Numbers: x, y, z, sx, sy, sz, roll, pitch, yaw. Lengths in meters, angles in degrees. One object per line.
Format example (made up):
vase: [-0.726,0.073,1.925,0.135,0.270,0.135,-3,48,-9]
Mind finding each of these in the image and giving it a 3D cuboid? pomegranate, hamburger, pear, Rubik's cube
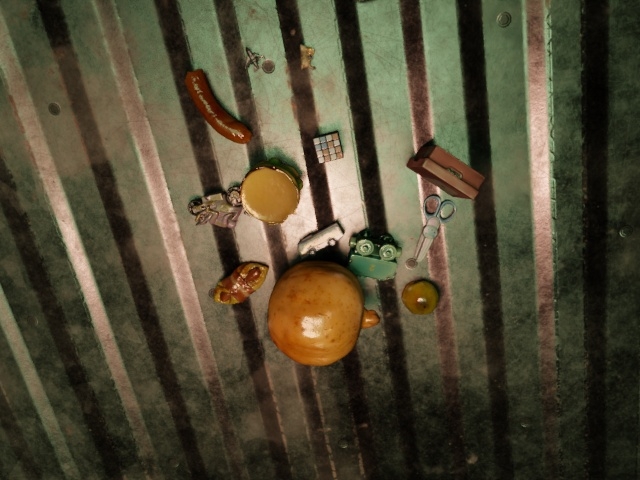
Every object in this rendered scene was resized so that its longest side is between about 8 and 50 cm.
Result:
pomegranate: [0.013,0.261,1.644,0.409,0.410,0.411,1,108,2]
hamburger: [-0.168,-0.183,1.623,0.236,0.149,0.237,3,115,6]
pear: [0.387,0.227,1.751,0.140,0.104,0.141,1,103,3]
Rubik's cube: [0.028,-0.330,1.596,0.092,0.092,0.093,-13,106,7]

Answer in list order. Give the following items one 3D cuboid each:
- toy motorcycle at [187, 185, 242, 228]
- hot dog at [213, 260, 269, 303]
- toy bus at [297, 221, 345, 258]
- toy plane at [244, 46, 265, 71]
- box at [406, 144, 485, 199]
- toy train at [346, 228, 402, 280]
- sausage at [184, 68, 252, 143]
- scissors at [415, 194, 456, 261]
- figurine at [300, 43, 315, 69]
toy motorcycle: [-0.375,-0.108,1.695,0.224,0.073,0.153,-18,108,7]
hot dog: [-0.320,0.177,1.770,0.261,0.093,0.123,-41,102,13]
toy bus: [0.000,0.000,1.717,0.190,0.064,0.075,-27,99,11]
toy plane: [-0.232,-0.622,1.549,0.078,0.031,0.083,-32,106,-4]
box: [0.422,-0.234,1.547,0.215,0.215,0.086,31,95,-7]
toy train: [0.198,0.057,1.704,0.203,0.112,0.163,12,114,-1]
sausage: [-0.363,-0.454,1.582,0.102,0.076,0.302,-36,102,13]
scissors: [0.412,-0.038,1.702,0.125,0.030,0.256,18,105,-4]
figurine: [-0.044,-0.623,1.537,0.050,0.047,0.084,-5,101,-11]
